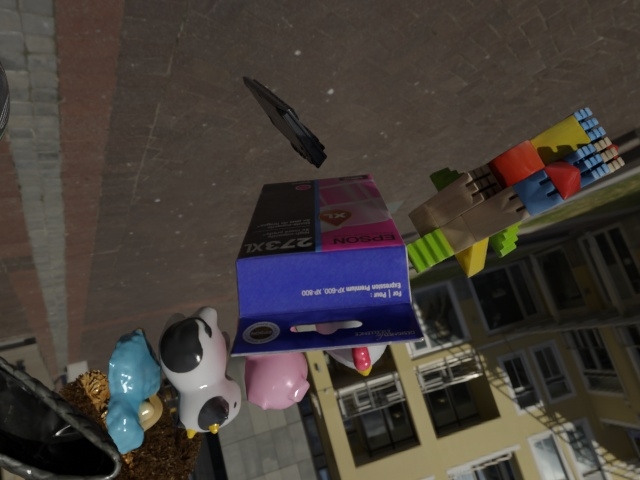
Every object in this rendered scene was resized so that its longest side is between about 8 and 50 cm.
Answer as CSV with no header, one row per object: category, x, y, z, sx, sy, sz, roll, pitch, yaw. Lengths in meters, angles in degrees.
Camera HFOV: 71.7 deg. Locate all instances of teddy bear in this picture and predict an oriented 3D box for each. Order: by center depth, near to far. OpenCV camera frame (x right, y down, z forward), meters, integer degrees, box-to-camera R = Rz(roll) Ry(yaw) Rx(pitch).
teddy bear,-0.280,0.346,0.690,0.113,0.337,0.245,-34,146,27

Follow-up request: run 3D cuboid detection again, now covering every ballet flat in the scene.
ballet flat,-0.189,0.092,0.254,0.049,0.057,0.173,-25,124,37

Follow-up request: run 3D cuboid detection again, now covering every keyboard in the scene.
keyboard,-0.038,-0.139,0.529,0.023,0.180,0.108,-37,126,1

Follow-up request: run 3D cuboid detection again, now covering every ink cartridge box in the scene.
ink cartridge box,0.000,0.000,0.547,0.176,0.069,0.371,-5,-155,1

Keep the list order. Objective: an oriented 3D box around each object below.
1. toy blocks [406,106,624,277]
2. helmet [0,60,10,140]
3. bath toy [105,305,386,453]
toy blocks,0.334,-0.097,0.709,0.381,0.190,0.261,-24,171,-34
helmet,-0.398,-0.148,0.432,0.162,0.169,0.169,-31,177,-33
bath toy,-0.077,0.149,0.536,0.348,0.151,0.129,-17,-153,4
